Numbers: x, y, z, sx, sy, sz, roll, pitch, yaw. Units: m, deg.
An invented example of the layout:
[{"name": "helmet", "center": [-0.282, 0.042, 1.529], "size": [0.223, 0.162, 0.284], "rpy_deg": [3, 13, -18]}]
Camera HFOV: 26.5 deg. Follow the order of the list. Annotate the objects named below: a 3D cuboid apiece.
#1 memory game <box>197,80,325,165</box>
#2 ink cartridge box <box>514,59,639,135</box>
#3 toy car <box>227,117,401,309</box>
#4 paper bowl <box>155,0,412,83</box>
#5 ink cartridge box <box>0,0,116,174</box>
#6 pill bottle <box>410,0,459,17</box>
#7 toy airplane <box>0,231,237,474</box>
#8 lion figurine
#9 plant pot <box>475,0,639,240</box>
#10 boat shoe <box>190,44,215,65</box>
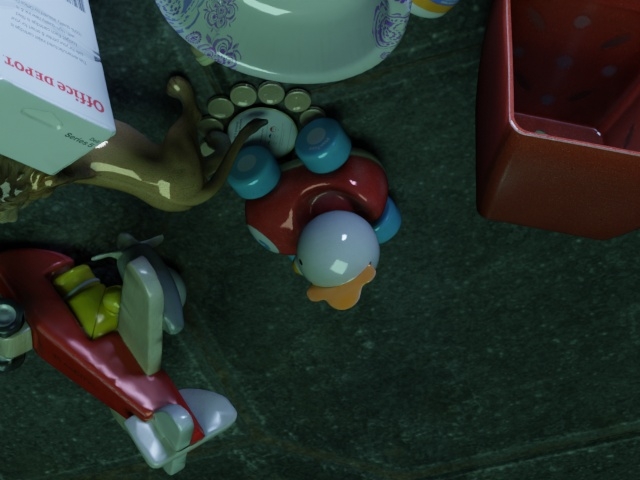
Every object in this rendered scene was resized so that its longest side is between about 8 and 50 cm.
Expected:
[{"name": "memory game", "center": [-0.080, -0.149, 1.882], "size": [0.186, 0.012, 0.186], "rpy_deg": [-1, 136, -1]}, {"name": "ink cartridge box", "center": [0.354, -0.157, 1.841], "size": [0.193, 0.088, 0.234], "rpy_deg": [-19, 133, 15]}, {"name": "toy car", "center": [0.000, 0.000, 1.861], "size": [0.210, 0.238, 0.219], "rpy_deg": [-20, 138, 16]}, {"name": "paper bowl", "center": [-0.033, -0.311, 1.474], "size": [0.284, 0.148, 0.284], "rpy_deg": [10, 149, 6]}, {"name": "ink cartridge box", "center": [-0.360, -0.237, 1.563], "size": [0.115, 0.272, 0.198], "rpy_deg": [-30, 149, 25]}, {"name": "pill bottle", "center": [0.173, -0.395, 1.548], "size": [0.152, 0.152, 0.272], "rpy_deg": [27, 128, -26]}, {"name": "toy airplane", "center": [-0.274, 0.152, 1.994], "size": [0.386, 0.272, 0.384], "rpy_deg": [1, 132, 45]}, {"name": "lion figurine", "center": [-0.267, -0.108, 1.745], "size": [0.392, 0.240, 0.142], "rpy_deg": [5, 135, -4]}, {"name": "plant pot", "center": [0.309, -0.147, 1.629], "size": [0.267, 0.267, 0.235], "rpy_deg": [10, 147, -10]}, {"name": "boat shoe", "center": [-0.084, -0.337, 1.640], "size": [0.089, 0.104, 0.285], "rpy_deg": [32, 115, -18]}]
